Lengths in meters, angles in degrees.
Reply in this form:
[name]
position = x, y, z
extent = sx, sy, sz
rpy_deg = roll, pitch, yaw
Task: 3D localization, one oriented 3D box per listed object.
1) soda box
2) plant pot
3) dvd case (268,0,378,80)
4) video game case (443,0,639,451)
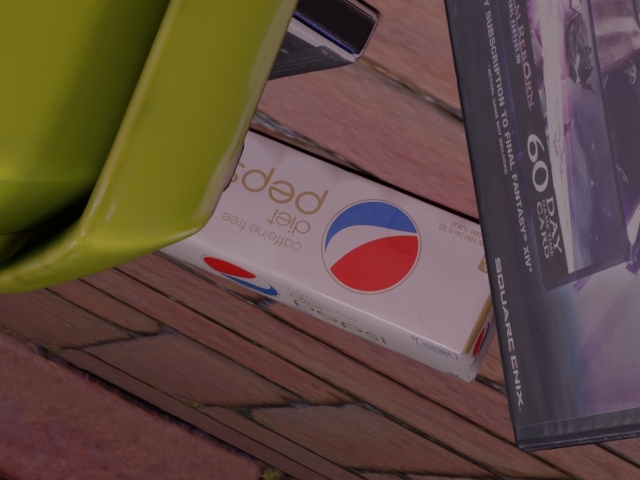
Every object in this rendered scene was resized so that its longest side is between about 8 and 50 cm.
[soda box]
position = 0.000, 0.000, 1.072
extent = 0.216, 0.074, 0.069
rpy_deg = 23, 167, 14
[plant pot]
position = -0.117, -0.103, 0.578
extent = 0.207, 0.227, 0.228
rpy_deg = 23, 168, -15
[dvd case]
position = -0.112, -0.140, 0.838
extent = 0.238, 0.029, 0.179
rpy_deg = 32, 166, -23
[video game case]
position = 0.087, -0.048, 0.499
extent = 0.026, 0.196, 0.274
rpy_deg = -7, 173, -12
